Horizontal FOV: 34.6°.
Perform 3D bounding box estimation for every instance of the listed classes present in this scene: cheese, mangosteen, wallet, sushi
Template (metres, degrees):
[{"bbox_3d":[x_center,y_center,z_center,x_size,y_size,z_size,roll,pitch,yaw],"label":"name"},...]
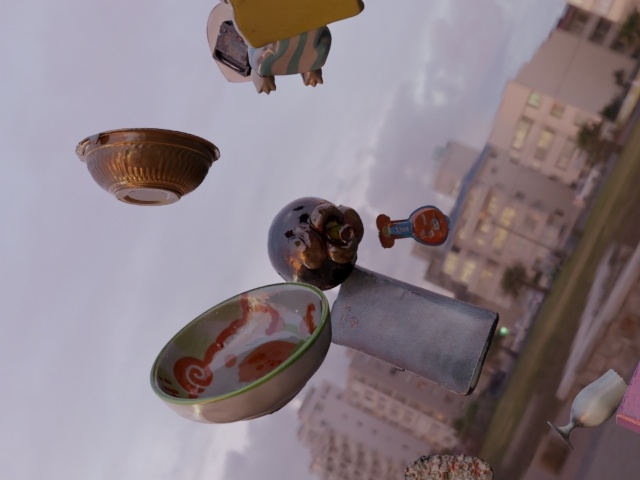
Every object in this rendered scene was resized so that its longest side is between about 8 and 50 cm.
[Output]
[{"bbox_3d":[0.231,-0.031,2.512,0.256,0.106,0.037,-7,-11,-40],"label":"cheese"},{"bbox_3d":[0.000,0.000,2.211,0.250,0.211,0.211,-29,25,57],"label":"mangosteen"},{"bbox_3d":[0.189,0.186,2.207,0.046,0.379,0.190,21,-92,-59],"label":"wallet"},{"bbox_3d":[0.219,0.415,1.758,0.078,0.151,0.090,84,-174,-59],"label":"sushi"}]

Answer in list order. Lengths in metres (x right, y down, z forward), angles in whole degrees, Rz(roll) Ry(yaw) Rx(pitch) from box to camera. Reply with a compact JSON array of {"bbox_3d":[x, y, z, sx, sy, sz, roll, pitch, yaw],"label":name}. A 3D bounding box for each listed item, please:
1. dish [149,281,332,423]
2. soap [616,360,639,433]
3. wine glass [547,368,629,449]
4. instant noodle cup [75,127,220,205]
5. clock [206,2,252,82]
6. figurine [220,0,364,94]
[{"bbox_3d":[-0.113,0.210,1.717,0.324,0.324,0.124,-52,-55,-45],"label":"dish"},{"bbox_3d":[0.664,0.283,1.778,0.181,0.259,0.081,-60,-25,-15],"label":"soap"},{"bbox_3d":[0.640,0.395,2.423,0.202,0.093,0.093,-43,-13,1],"label":"wine glass"},{"bbox_3d":[-0.325,-0.124,1.925,0.274,0.274,0.090,65,-157,-74],"label":"instant noodle cup"},{"bbox_3d":[-0.176,-0.423,2.251,0.064,0.198,0.172,-29,-33,-55],"label":"clock"},{"bbox_3d":[-0.083,-0.543,1.968,0.361,0.267,0.377,103,157,-59],"label":"figurine"}]
